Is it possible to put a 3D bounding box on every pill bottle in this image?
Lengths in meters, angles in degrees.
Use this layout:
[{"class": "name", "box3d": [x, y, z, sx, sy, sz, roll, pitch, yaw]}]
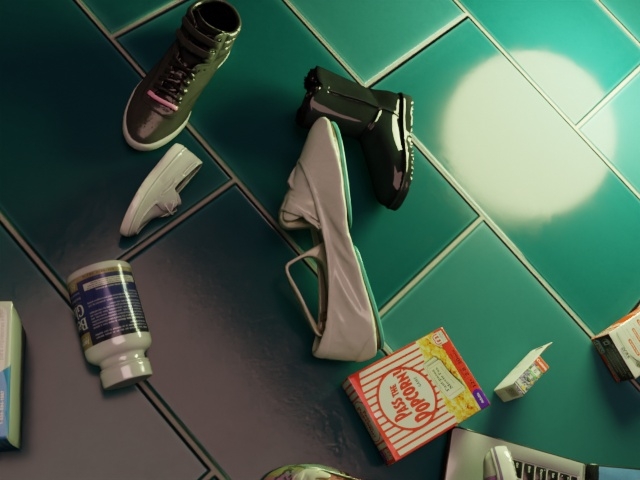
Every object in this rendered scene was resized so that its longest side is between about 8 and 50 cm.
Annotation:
[{"class": "pill bottle", "box3d": [-0.296, 0.122, 0.990, 0.094, 0.094, 0.169, -14, 74, -22]}]

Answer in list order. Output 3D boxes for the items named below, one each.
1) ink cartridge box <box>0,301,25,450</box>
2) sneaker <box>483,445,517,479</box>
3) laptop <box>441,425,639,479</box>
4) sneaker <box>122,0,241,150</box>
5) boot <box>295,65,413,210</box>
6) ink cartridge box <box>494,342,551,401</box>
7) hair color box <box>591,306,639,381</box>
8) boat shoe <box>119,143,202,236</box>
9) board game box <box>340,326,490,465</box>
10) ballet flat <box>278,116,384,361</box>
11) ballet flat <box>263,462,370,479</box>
[{"class": "ink cartridge box", "box3d": [-0.500, 0.179, 0.859, 0.232, 0.168, 0.171, -1, 71, -18]}, {"class": "sneaker", "box3d": [0.211, 0.436, 0.995, 0.161, 0.102, 0.282, -2, 63, 15]}, {"class": "laptop", "box3d": [0.390, 0.493, 0.993, 0.407, 0.236, 0.382, 18, 65, -11]}, {"class": "sneaker", "box3d": [-0.230, -0.286, 1.143, 0.104, 0.147, 0.296, 32, 65, -6]}, {"class": "boot", "box3d": [0.055, -0.181, 1.224, 0.207, 0.094, 0.247, 12, 64, -14]}, {"class": "ink cartridge box", "box3d": [0.353, 0.224, 1.181, 0.115, 0.063, 0.029, -36, 83, -26]}, {"class": "hair color box", "box3d": [0.594, 0.181, 1.283, 0.167, 0.053, 0.093, -24, 80, -26]}, {"class": "boat shoe", "box3d": [-0.250, -0.072, 1.104, 0.063, 0.066, 0.184, 30, 54, -4]}, {"class": "board game box", "box3d": [0.152, 0.246, 1.109, 0.193, 0.045, 0.147, -23, 71, -25]}, {"class": "ballet flat", "box3d": [0.000, 0.000, 1.103, 0.139, 0.139, 0.400, -9, 84, -21]}, {"class": "ballet flat", "box3d": [0.027, 0.370, 1.009, 0.221, 0.079, 0.077, 14, 67, -12]}]
